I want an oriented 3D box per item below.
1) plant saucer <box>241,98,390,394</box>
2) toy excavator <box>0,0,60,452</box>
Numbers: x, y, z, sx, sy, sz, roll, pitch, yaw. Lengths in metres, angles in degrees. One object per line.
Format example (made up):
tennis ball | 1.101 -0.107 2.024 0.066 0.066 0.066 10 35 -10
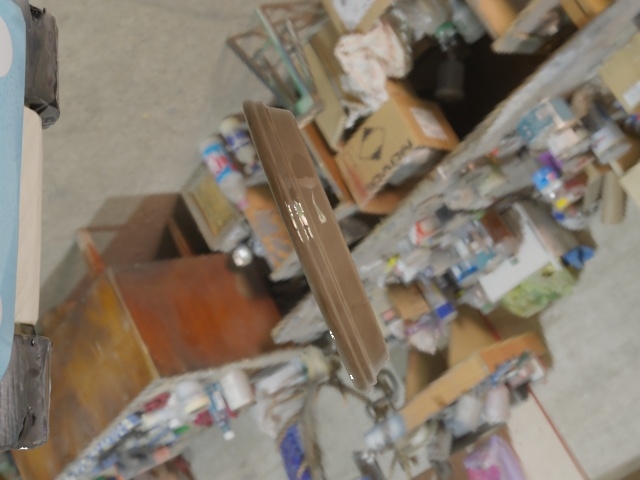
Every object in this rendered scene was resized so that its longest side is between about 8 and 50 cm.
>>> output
plant saucer | 0.000 0.000 0.832 0.041 0.277 0.278 -23 163 1
toy excavator | -0.218 -0.033 0.295 0.433 0.222 0.445 -3 171 14
